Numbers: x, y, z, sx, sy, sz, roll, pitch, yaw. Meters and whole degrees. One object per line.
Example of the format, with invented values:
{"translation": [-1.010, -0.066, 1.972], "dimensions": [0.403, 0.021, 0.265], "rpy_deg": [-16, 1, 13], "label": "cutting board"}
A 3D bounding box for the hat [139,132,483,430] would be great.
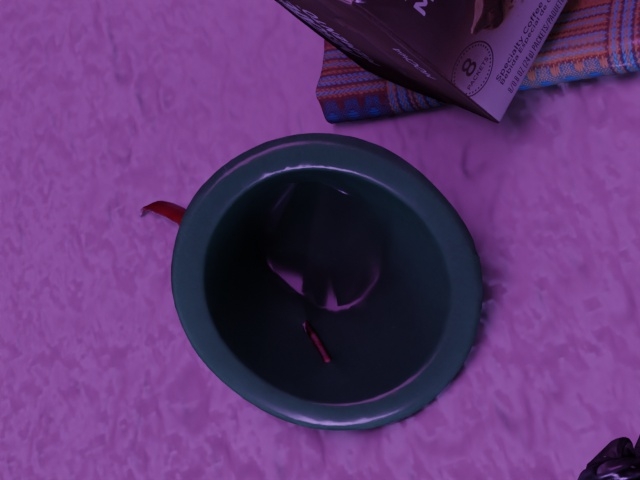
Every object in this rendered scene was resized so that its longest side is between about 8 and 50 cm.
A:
{"translation": [0.000, 0.000, 0.972], "dimensions": [0.208, 0.183, 0.173], "rpy_deg": [38, 103, -4], "label": "hat"}

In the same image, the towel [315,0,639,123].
{"translation": [0.167, -0.221, 0.947], "dimensions": [0.370, 0.040, 0.271], "rpy_deg": [-8, 66, 30], "label": "towel"}

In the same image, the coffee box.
{"translation": [0.092, -0.240, 0.876], "dimensions": [0.119, 0.168, 0.297], "rpy_deg": [29, 88, 39], "label": "coffee box"}

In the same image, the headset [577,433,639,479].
{"translation": [0.281, 0.208, 0.660], "dimensions": [0.394, 0.185, 0.243], "rpy_deg": [34, 86, 22], "label": "headset"}
